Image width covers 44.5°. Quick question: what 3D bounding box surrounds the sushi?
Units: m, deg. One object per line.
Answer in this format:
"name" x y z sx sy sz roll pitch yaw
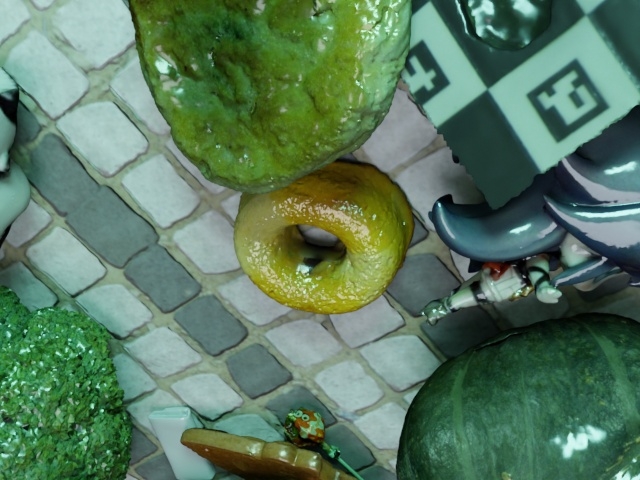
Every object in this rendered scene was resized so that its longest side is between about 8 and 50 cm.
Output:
"sushi" 0.207 -0.247 0.584 0.373 0.100 0.296 -39 73 27

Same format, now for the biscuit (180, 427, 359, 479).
"biscuit" -0.047 0.298 1.013 0.280 0.043 0.183 23 144 2

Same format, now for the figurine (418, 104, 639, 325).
"figurine" 0.210 -0.020 0.700 0.264 0.175 0.197 -8 117 6

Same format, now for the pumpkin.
"pumpkin" 0.246 0.224 0.798 0.327 0.258 0.292 -9 135 17

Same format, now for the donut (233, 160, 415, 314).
"donut" -0.001 0.002 0.808 0.190 0.075 0.174 22 125 -4

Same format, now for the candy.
"candy" 0.018 0.277 1.014 0.055 0.049 0.185 6 145 53

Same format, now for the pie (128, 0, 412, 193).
"pie" -0.050 -0.173 0.645 0.277 0.078 0.277 12 112 32

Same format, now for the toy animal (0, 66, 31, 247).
"toy animal" -0.388 -0.061 0.777 0.165 0.187 0.235 24 125 24

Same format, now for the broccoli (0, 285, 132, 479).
"broccoli" -0.384 0.237 0.909 0.413 0.310 0.321 12 141 -41

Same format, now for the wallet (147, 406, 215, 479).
"wallet" -0.185 0.276 1.055 0.061 0.025 0.122 -7 122 13
